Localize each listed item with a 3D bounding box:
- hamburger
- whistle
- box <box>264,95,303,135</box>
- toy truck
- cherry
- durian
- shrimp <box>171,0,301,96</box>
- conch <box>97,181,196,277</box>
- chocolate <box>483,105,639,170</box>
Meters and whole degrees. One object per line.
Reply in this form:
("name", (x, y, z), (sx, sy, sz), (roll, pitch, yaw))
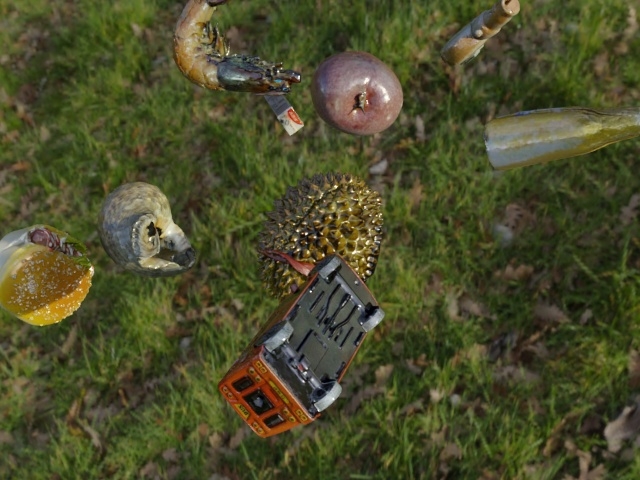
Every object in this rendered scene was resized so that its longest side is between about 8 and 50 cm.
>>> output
("hamburger", (-0.496, 0.061, 1.457), (0.116, 0.210, 0.173), (21, 74, 21))
("whistle", (0.292, -0.381, 1.503), (0.057, 0.220, 0.107), (48, 64, -4))
("box", (-0.088, -0.297, 1.814), (0.039, 0.055, 0.218), (-35, 28, 4))
("toy truck", (-0.019, 0.121, 1.001), (0.107, 0.114, 0.252), (51, 33, -8))
("cherry", (0.097, -0.420, 2.284), (0.261, 0.221, 0.307), (17, 38, -15))
("durian", (0.000, 0.001, 2.095), (0.384, 0.347, 0.347), (-40, 51, 5))
("shrimp", (-0.169, -0.407, 1.684), (0.290, 0.222, 0.054), (16, 27, 9))
("conch", (-0.247, -0.008, 1.200), (0.155, 0.130, 0.207), (14, 11, -27))
("chocolate", (0.342, -0.150, 1.139), (0.219, 0.085, 0.085), (-6, 39, 30))
